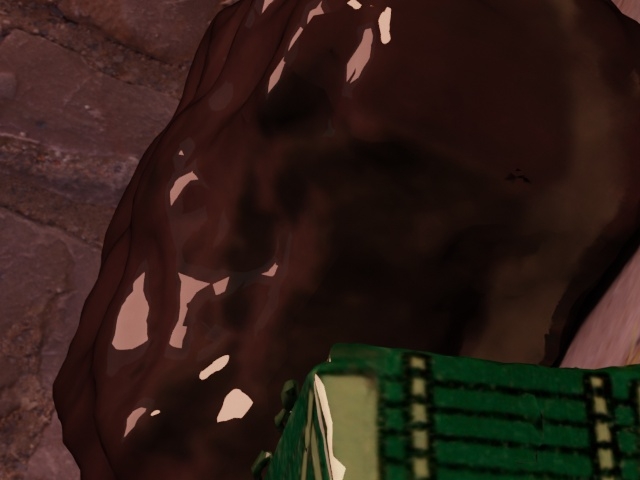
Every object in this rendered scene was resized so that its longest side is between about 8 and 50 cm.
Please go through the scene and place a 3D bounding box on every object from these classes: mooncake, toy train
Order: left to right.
[{"bbox_3d":[0.000,0.000,0.977,0.381,0.212,0.350,-65,13,3],"label":"mooncake"},{"bbox_3d":[0.021,0.143,0.477,0.269,0.115,0.154,111,155,-54],"label":"toy train"}]
